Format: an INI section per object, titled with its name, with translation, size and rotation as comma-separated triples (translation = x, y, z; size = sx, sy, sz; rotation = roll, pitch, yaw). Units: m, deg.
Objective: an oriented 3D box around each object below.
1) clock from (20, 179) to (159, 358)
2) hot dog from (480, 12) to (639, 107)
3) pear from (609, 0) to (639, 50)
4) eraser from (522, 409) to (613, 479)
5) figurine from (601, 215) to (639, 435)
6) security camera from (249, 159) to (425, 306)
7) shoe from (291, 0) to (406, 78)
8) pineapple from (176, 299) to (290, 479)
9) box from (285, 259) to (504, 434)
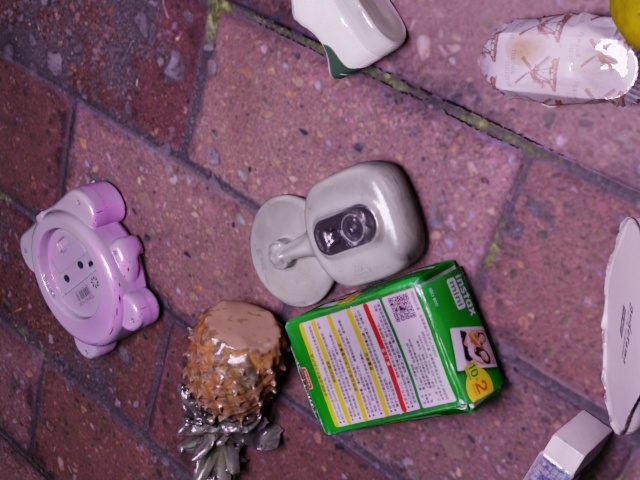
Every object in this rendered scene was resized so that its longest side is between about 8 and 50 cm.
[clock]
translation = -0.372, 0.053, 1.504
size = 0.227, 0.090, 0.248
rotation = -33, 83, 39
[hot dog]
translation = 0.251, -0.187, 0.973
size = 0.192, 0.053, 0.099
rotation = 9, 106, 39
[pear]
translation = 0.335, -0.221, 0.864
size = 0.131, 0.107, 0.107
rotation = 31, 119, 32
[eraser]
translation = 0.257, 0.298, 1.074
size = 0.046, 0.092, 0.212
rotation = 36, 120, 27
[figurine]
translation = 0.372, 0.089, 0.938
size = 0.141, 0.166, 0.250
rotation = -2, 132, 3
[security camera]
translation = 0.000, 0.000, 1.208
size = 0.301, 0.080, 0.157
rotation = -21, 89, 42
[shoe]
translation = -0.009, -0.316, 1.116
size = 0.110, 0.095, 0.265
rotation = -38, 80, 39
[pineapple]
translation = -0.131, 0.238, 1.343
size = 0.170, 0.141, 0.310
rotation = 20, 124, 6
[box]
translation = 0.088, 0.142, 1.158
size = 0.250, 0.103, 0.180
rotation = -20, 89, 38
